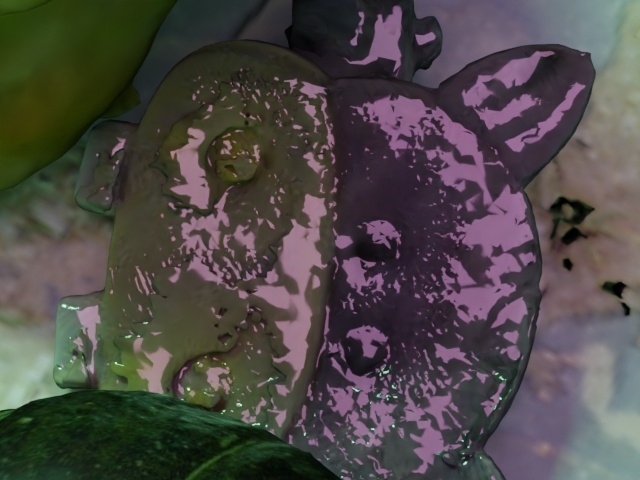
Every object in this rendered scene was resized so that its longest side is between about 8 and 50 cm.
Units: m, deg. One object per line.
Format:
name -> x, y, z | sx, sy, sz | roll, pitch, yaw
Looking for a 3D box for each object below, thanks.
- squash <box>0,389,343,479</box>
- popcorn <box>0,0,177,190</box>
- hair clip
squash -> -0.047, 0.131, 0.400 | 0.193, 0.156, 0.193 | -8, 54, 11
popcorn -> -0.090, -0.153, 0.447 | 0.276, 0.276, 0.225 | -38, 89, -12
hair clip -> -0.001, -0.002, 0.492 | 0.146, 0.056, 0.187 | 8, 76, 7
